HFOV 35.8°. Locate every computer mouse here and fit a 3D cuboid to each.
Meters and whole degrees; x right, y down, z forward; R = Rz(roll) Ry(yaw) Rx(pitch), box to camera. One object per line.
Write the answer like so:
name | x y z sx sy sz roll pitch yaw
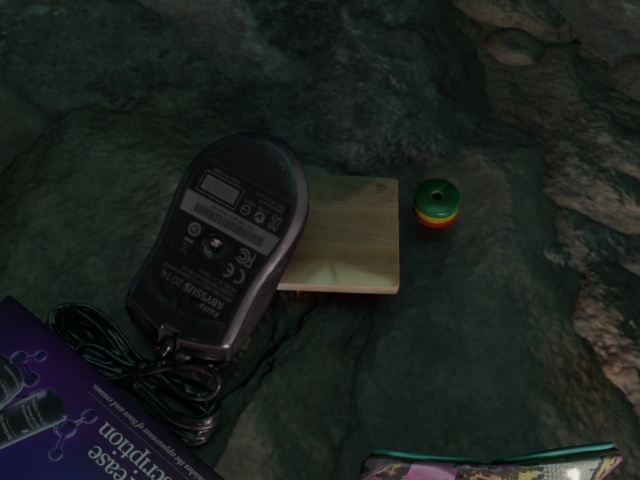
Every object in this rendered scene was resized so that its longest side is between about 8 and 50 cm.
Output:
computer mouse | -0.106 0.027 0.896 0.188 0.072 0.272 33 91 13

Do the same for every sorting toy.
sorting toy | 0.000 0.000 0.975 0.274 0.046 0.132 2 55 0

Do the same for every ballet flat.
ballet flat | 0.144 0.213 0.835 0.221 0.077 0.079 -2 74 -1

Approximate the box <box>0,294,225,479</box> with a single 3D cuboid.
box | -0.223 0.197 0.787 0.261 0.103 0.184 36 62 18
